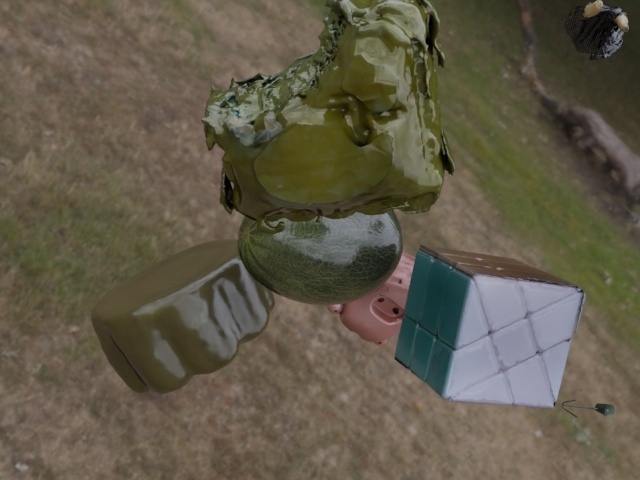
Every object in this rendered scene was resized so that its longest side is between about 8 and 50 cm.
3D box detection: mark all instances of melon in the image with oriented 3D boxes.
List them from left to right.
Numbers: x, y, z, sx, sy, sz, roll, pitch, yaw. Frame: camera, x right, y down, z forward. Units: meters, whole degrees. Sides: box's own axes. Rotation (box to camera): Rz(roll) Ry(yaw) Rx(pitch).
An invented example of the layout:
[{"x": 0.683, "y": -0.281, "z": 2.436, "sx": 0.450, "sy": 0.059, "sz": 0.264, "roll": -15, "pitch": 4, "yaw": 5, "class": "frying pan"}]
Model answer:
[{"x": 0.000, "y": 0.000, "z": 1.571, "sx": 0.301, "sy": 0.238, "sz": 0.238, "roll": 2, "pitch": 44, "yaw": -26, "class": "melon"}]

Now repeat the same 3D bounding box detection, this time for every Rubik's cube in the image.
[{"x": 0.288, "y": 0.150, "z": 1.516, "sx": 0.221, "sy": 0.231, "sz": 0.224, "roll": 8, "pitch": 9, "yaw": -20, "class": "Rubik's cube"}]

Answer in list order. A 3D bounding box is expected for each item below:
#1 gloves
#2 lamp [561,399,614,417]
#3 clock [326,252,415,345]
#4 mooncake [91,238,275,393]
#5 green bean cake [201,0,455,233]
[{"x": 0.614, "y": -0.455, "z": 1.854, "sx": 0.106, "sy": 0.129, "sz": 0.180, "roll": -16, "pitch": 17, "yaw": -19, "class": "gloves"}, {"x": 0.649, "y": 0.406, "z": 2.090, "sx": 0.121, "sy": 0.041, "sz": 0.054, "roll": 8, "pitch": -1, "yaw": -26, "class": "lamp"}, {"x": 0.166, "y": 0.134, "z": 2.087, "sx": 0.227, "sy": 0.241, "sz": 0.142, "roll": 38, "pitch": 34, "yaw": -32, "class": "clock"}, {"x": -0.276, "y": 0.154, "z": 1.799, "sx": 0.201, "sy": 0.378, "sz": 0.378, "roll": 66, "pitch": 25, "yaw": -15, "class": "mooncake"}, {"x": 0.002, "y": -0.155, "z": 1.046, "sx": 0.202, "sy": 0.309, "sz": 0.285, "roll": -88, "pitch": 167, "yaw": -58, "class": "green bean cake"}]
